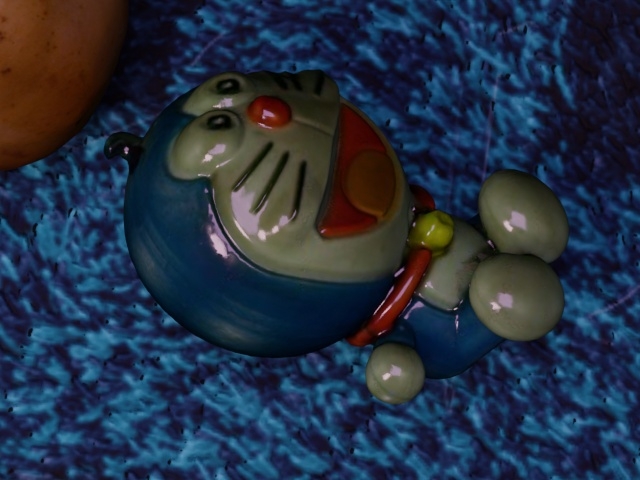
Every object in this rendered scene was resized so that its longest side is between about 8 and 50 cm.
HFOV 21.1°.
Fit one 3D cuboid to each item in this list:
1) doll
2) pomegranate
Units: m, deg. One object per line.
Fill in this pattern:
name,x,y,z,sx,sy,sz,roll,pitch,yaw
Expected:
doll,0.000,-0.001,1.180,0.322,0.186,0.198,28,42,-9
pomegranate,-0.240,-0.152,1.176,0.233,0.233,0.233,0,84,-1
